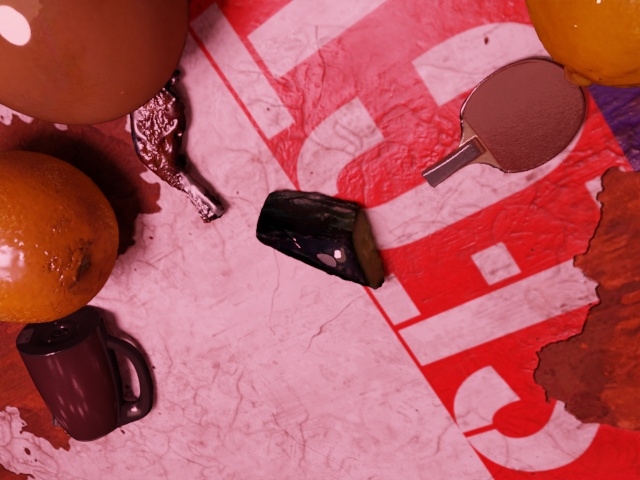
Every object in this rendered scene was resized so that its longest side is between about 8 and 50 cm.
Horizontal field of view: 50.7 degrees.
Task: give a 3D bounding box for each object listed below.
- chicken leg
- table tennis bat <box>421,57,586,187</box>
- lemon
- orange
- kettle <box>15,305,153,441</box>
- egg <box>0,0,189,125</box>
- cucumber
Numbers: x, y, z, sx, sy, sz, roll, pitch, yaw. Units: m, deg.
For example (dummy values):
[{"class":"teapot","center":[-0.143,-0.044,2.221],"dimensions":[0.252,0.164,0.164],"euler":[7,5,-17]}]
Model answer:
[{"class":"chicken leg","center":[-0.218,-0.137,0.996],"dimensions":[0.106,0.051,0.253],"euler":[-12,113,20]},{"class":"table tennis bat","center":[0.221,-0.134,0.841],"dimensions":[0.220,0.019,0.130],"euler":[-35,99,30]},{"class":"lemon","center":[0.308,-0.274,0.616],"dimensions":[0.263,0.236,0.236],"euler":[-45,94,2]},{"class":"orange","center":[-0.445,-0.004,1.019],"dimensions":[0.274,0.274,0.274],"euler":[9,118,17]},{"class":"kettle","center":[-0.415,0.245,1.227],"dimensions":[0.202,0.144,0.232],"euler":[-13,120,-7]},{"class":"egg","center":[-0.325,-0.316,0.796],"dimensions":[0.301,0.301,0.374],"euler":[-34,98,31]},{"class":"cucumber","center":[0.000,0.000,0.964],"dimensions":[0.193,0.086,0.115],"euler":[20,123,19]}]
